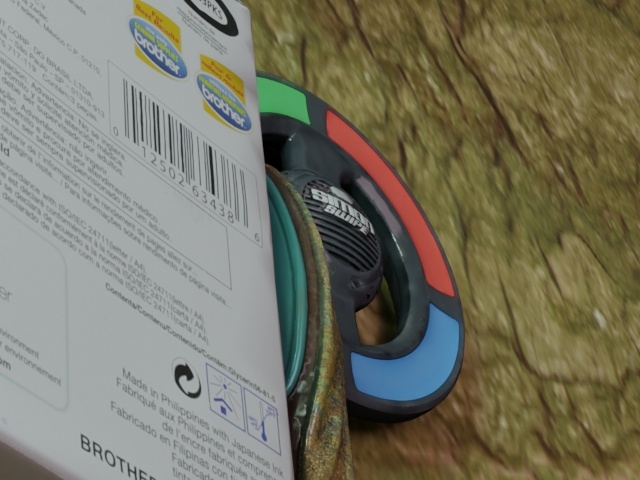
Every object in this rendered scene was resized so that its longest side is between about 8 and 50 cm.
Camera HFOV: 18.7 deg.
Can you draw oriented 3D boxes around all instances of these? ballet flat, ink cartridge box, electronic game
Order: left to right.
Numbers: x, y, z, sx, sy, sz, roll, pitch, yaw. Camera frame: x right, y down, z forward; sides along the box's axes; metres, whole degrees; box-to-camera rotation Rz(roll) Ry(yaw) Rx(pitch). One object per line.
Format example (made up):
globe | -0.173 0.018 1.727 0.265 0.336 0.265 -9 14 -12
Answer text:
ink cartridge box | -0.149 -0.040 0.788 0.270 0.151 0.395 40 35 -43
ballet flat | -0.031 0.118 0.895 0.123 0.123 0.348 30 37 -35
electronic game | 0.000 0.000 1.103 0.229 0.048 0.229 34 35 -29
